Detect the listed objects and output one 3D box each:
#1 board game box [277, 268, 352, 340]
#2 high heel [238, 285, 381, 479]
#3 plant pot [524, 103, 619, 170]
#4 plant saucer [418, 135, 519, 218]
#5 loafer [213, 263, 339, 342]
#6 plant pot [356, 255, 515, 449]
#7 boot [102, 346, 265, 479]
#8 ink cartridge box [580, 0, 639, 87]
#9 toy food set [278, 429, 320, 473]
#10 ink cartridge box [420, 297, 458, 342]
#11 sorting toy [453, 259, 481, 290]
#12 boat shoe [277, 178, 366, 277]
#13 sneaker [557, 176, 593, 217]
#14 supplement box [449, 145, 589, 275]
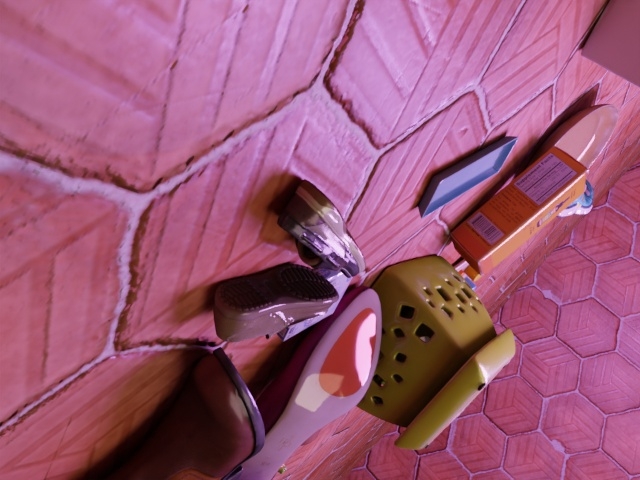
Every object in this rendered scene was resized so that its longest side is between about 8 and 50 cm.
[{"bbox_3d":[-0.004,0.065,0.607,0.090,0.020,0.090,-20,145,-45],"label":"board game box"},{"bbox_3d":[-0.060,0.215,0.720,0.127,0.181,0.377,42,74,-34],"label":"high heel"},{"bbox_3d":[0.457,-0.157,0.985,0.236,0.032,0.236,-27,146,-20],"label":"plant pot"},{"bbox_3d":[0.199,-0.090,0.707,0.192,0.018,0.067,-30,152,-36],"label":"plant saucer"},{"bbox_3d":[-0.043,0.059,0.493,0.148,0.056,0.050,-1,131,-46],"label":"loafer"},{"bbox_3d":[0.165,0.178,0.843,0.228,0.207,0.227,-6,135,-56],"label":"plant pot"},{"bbox_3d":[-0.203,0.231,0.497,0.280,0.096,0.264,-18,151,-34],"label":"boot"},{"bbox_3d":[0.532,-0.313,0.688,0.270,0.198,0.197,-29,151,-34],"label":"ink cartridge box"},{"bbox_3d":[-0.058,0.327,0.869,0.128,0.071,0.218,-16,142,-50],"label":"toy food set"},{"bbox_3d":[0.243,0.188,1.081,0.190,0.082,0.139,-39,152,13],"label":"ink cartridge box"},{"bbox_3d":[0.297,0.098,1.138,0.196,0.047,0.348,-36,154,-23],"label":"sorting toy"},{"bbox_3d":[0.000,0.000,0.475,0.049,0.056,0.152,-40,147,-3],"label":"boat shoe"},{"bbox_3d":[0.570,-0.121,1.191,0.275,0.107,0.110,-15,132,-51],"label":"sneaker"},{"bbox_3d":[0.335,-0.048,0.889,0.233,0.080,0.078,-38,149,2],"label":"supplement box"}]
